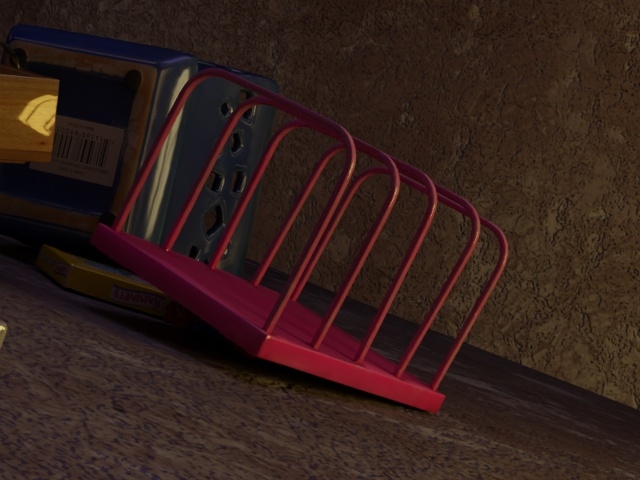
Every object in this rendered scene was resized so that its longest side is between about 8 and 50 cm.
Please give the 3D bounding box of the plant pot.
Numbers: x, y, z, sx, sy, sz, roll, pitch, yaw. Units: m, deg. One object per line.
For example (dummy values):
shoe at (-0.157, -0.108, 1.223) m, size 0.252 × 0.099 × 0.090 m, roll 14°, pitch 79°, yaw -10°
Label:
plant pot at (-0.199, -0.084, 1.426) m, size 0.236 × 0.236 × 0.212 m, roll 13°, pitch -1°, yaw 20°

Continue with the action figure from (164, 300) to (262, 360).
action figure at (-0.080, 0.078, 1.233) m, size 0.115 × 0.030 × 0.038 m, roll 23°, pitch 0°, yaw 32°

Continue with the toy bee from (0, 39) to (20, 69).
toy bee at (-0.436, -0.140, 1.377) m, size 0.298 × 0.195 × 0.162 m, roll 11°, pitch 15°, yaw -8°

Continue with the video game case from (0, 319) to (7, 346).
video game case at (-0.327, -0.001, 0.731) m, size 0.204 × 0.025 × 0.285 m, roll 21°, pitch 2°, yaw 41°

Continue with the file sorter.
file sorter at (0.000, 0.000, 1.227) m, size 0.202 × 0.182 × 0.290 m, roll 30°, pitch 3°, yaw 35°

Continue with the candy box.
candy box at (-0.150, 0.051, 1.325) m, size 0.206 × 0.027 × 0.105 m, roll 19°, pitch 3°, yaw -27°

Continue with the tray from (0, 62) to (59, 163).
tray at (-0.432, -0.117, 1.109) m, size 0.411 × 0.076 × 0.203 m, roll 1°, pitch 11°, yaw -31°
